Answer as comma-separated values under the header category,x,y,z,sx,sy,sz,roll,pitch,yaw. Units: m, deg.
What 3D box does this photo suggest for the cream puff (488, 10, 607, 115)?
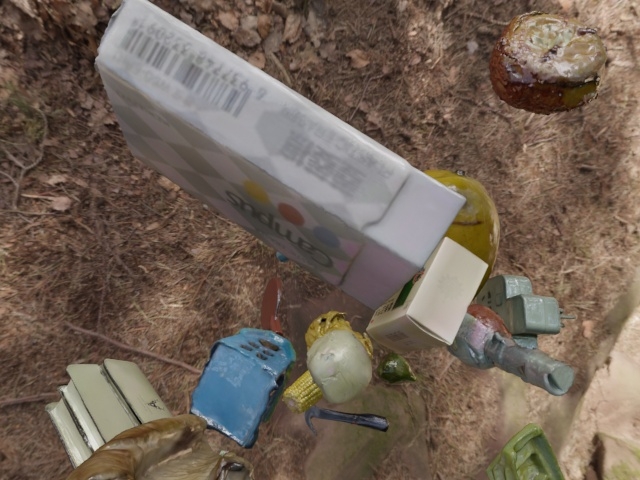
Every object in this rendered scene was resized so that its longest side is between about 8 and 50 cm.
category,x,y,z,sx,sy,sz,roll,pitch,yaw
cream puff,0.477,-0.365,0.953,0.240,0.164,0.240,0,55,0

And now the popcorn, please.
category,x,y,z,sx,sy,sz,roll,pitch,yaw
popcorn,0.066,0.357,1.475,0.190,0.250,0.250,-37,95,6

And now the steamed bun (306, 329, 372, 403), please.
category,x,y,z,sx,sy,sz,roll,pitch,yaw
steamed bun,0.039,0.211,0.767,0.091,0.130,0.112,-34,89,13

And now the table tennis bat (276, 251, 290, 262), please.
category,x,y,z,sx,sy,sz,roll,pitch,yaw
table tennis bat,0.000,0.000,1.173,0.215,0.329,0.044,37,52,-28

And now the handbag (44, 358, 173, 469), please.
category,x,y,z,sx,sy,sz,roll,pitch,yaw
handbag,-0.483,0.465,1.116,0.358,0.236,0.160,37,99,33

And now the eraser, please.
category,x,y,z,sx,sy,sz,roll,pitch,yaw
eraser,-0.060,-0.080,0.516,0.397,0.213,0.082,33,65,6

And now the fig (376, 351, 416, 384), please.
category,x,y,z,sx,sy,sz,roll,pitch,yaw
fig,0.293,0.502,1.700,0.156,0.123,0.123,40,87,-6

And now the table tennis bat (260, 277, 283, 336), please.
category,x,y,z,sx,sy,sz,roll,pitch,yaw
table tennis bat,-0.181,0.261,1.670,0.038,0.310,0.200,13,113,-20

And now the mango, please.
category,x,y,z,sx,sy,sz,roll,pitch,yaw
mango,0.297,0.032,1.115,0.301,0.220,0.445,-20,126,-11

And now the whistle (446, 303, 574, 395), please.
category,x,y,z,sx,sy,sz,roll,pitch,yaw
whistle,0.363,0.218,0.924,0.133,0.346,0.142,-13,98,-14

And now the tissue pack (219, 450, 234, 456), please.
category,x,y,z,sx,sy,sz,roll,pitch,yaw
tissue pack,-0.324,0.798,1.618,0.062,0.083,0.042,32,82,-41

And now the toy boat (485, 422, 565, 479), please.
category,x,y,z,sx,sy,sz,roll,pitch,yaw
toy boat,0.336,0.422,0.682,0.111,0.084,0.276,-23,88,-33

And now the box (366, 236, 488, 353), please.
category,x,y,z,sx,sy,sz,roll,pitch,yaw
box,0.187,0.112,0.828,0.095,0.212,0.168,32,68,-1

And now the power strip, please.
category,x,y,z,sx,sy,sz,roll,pitch,yaw
power strip,0.520,0.204,1.160,0.141,0.261,0.229,4,74,-7

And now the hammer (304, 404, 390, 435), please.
category,x,y,z,sx,sy,sz,roll,pitch,yaw
hammer,0.085,0.596,1.493,0.289,0.037,0.137,5,68,17

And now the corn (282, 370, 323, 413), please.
category,x,y,z,sx,sy,sz,roll,pitch,yaw
corn,0.011,0.361,1.196,0.248,0.081,0.081,-31,95,-34

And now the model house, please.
category,x,y,z,sx,sy,sz,roll,pitch,yaw
model house,-0.200,0.400,1.293,0.215,0.303,0.237,25,97,11

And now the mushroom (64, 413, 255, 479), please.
category,x,y,z,sx,sy,sz,roll,pitch,yaw
mushroom,-0.304,0.458,0.818,0.313,0.397,0.224,6,84,-24
